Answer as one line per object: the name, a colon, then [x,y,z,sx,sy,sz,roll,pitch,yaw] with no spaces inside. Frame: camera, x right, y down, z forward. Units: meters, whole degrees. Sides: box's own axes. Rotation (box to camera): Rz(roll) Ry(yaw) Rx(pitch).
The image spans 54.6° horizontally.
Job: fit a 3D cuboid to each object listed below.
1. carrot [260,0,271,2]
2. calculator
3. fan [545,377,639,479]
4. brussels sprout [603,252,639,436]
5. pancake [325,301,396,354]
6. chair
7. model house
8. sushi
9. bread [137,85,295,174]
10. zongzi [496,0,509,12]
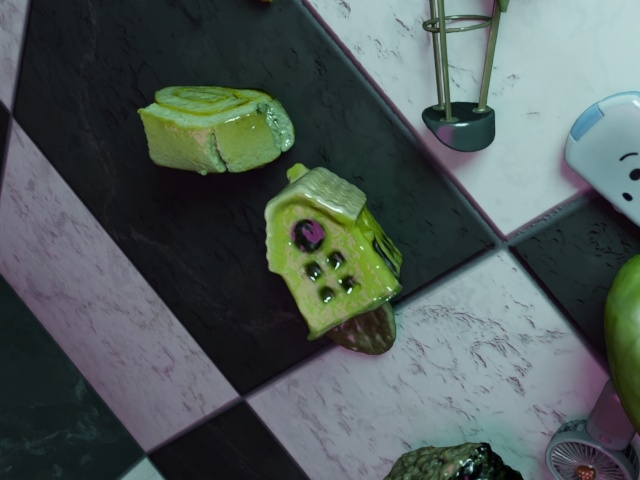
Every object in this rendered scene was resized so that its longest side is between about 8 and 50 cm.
carrot: [-0.138,-0.437,0.913,0.209,0.061,0.061,52,141,-6]
calculator: [0.378,-0.076,0.701,0.210,0.039,0.121,44,142,8]
fan: [0.417,0.294,0.916,0.130,0.074,0.244,26,134,29]
brussels sprout: [0.452,0.132,0.647,0.317,0.243,0.273,27,119,17]
pancake: [0.046,0.119,1.164,0.236,0.042,0.222,-8,114,50]
chair: [0.165,-0.224,0.759,0.095,0.104,0.221,38,142,57]
model house: [0.000,0.000,0.962,0.175,0.193,0.234,-34,98,18]
sushi: [0.219,0.479,1.145,0.171,0.211,0.350,41,149,3]
bread: [-0.173,-0.182,1.036,0.257,0.186,0.124,13,123,27]
zongzi: [0.236,-0.321,0.628,0.154,0.062,0.130,-10,99,40]
